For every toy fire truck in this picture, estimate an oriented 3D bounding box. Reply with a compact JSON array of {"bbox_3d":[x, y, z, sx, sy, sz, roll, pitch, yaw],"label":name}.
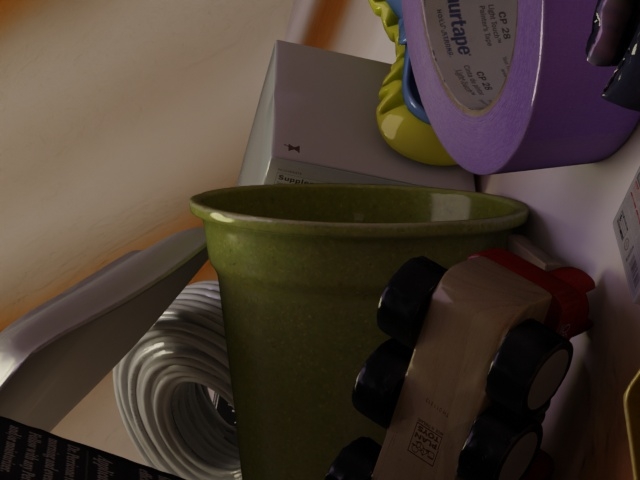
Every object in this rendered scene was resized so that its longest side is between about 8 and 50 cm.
[{"bbox_3d":[0.121,0.096,1.101,0.246,0.158,0.217,-16,-52,-51],"label":"toy fire truck"}]

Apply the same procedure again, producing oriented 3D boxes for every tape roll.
[{"bbox_3d":[0.143,-0.187,1.133,0.275,0.090,0.274,173,90,-73],"label":"tape roll"}]

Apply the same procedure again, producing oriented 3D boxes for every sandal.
[{"bbox_3d":[0.122,-0.221,1.501,0.138,0.126,0.317,120,153,-43],"label":"sandal"}]

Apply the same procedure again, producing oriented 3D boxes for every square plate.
[{"bbox_3d":[-0.254,0.131,1.313,0.347,0.049,0.344,-47,-5,27],"label":"square plate"}]

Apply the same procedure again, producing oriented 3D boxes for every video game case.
[{"bbox_3d":[0.217,-0.031,0.992,0.087,0.011,0.122,-90,15,-53],"label":"video game case"}]

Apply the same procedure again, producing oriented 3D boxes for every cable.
[{"bbox_3d":[-0.085,0.163,1.505,0.257,0.257,0.089,-28,7,46],"label":"cable"}]

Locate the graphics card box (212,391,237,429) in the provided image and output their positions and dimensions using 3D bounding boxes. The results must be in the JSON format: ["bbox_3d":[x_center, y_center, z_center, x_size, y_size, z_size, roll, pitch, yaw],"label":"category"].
[{"bbox_3d":[-0.053,0.118,1.950,0.233,0.094,0.371,56,-138,-76],"label":"graphics card box"}]

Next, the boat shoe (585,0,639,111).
[{"bbox_3d":[0.230,-0.179,0.659,0.127,0.158,0.340,-96,20,-62],"label":"boat shoe"}]

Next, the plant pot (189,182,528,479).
[{"bbox_3d":[0.028,0.092,1.300,0.276,0.276,0.254,-136,47,-79],"label":"plant pot"}]

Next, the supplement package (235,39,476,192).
[{"bbox_3d":[0.018,-0.023,1.571,0.199,0.198,0.262,-90,14,-50],"label":"supplement package"}]

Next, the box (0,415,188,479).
[{"bbox_3d":[-0.143,0.410,0.995,0.297,0.472,0.480,-121,53,-79],"label":"box"}]

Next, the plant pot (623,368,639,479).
[{"bbox_3d":[0.199,0.087,0.736,0.081,0.083,0.081,113,166,-44],"label":"plant pot"}]
